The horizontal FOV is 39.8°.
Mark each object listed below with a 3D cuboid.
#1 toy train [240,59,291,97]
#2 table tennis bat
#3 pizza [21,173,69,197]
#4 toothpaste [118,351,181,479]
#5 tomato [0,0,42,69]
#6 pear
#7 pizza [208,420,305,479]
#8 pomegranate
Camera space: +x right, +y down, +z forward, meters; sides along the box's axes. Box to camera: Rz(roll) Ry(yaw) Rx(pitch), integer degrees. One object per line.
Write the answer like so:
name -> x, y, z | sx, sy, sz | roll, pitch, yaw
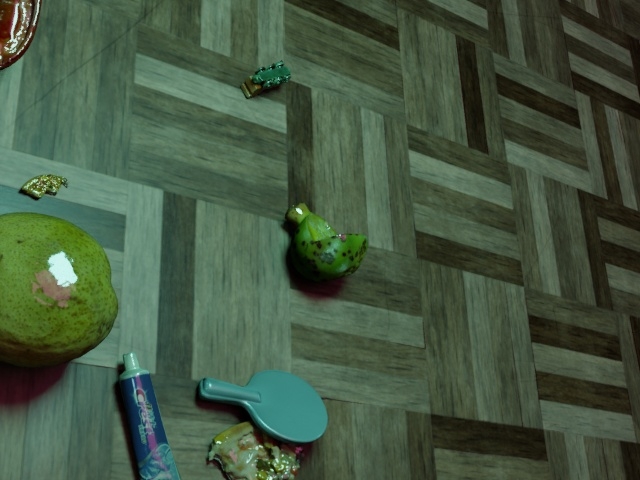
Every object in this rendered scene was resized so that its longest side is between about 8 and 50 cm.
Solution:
toy train -> -0.104, -0.320, 1.763 | 0.103, 0.064, 0.044 | -26, 81, -45
table tennis bat -> -0.094, 0.273, 1.492 | 0.237, 0.038, 0.149 | 17, 37, -25
pizza -> -0.440, -0.088, 1.417 | 0.083, 0.016, 0.037 | -15, 86, -43
toothpaste -> -0.264, 0.303, 1.358 | 0.069, 0.047, 0.269 | -4, 76, -53
tomato -> -0.555, -0.371, 1.397 | 0.227, 0.101, 0.228 | 2, 85, -24
pear -> -0.395, 0.069, 1.262 | 0.211, 0.188, 0.229 | 9, 62, -32
pizza -> -0.088, 0.390, 1.451 | 0.185, 0.052, 0.195 | -3, 70, -37
pomegranate -> -0.003, 0.013, 1.657 | 0.169, 0.122, 0.143 | 26, 14, 15
